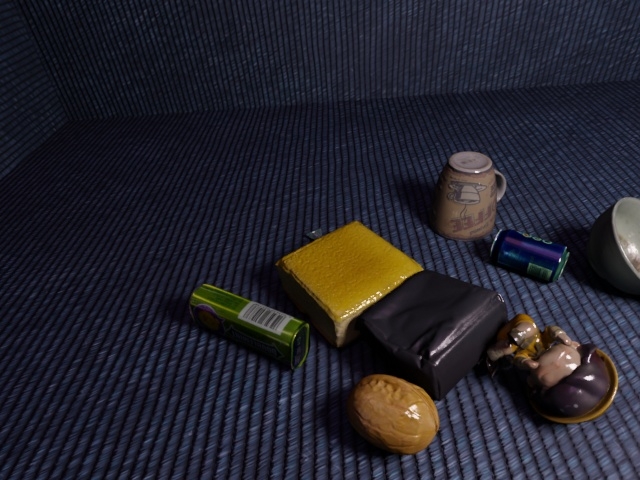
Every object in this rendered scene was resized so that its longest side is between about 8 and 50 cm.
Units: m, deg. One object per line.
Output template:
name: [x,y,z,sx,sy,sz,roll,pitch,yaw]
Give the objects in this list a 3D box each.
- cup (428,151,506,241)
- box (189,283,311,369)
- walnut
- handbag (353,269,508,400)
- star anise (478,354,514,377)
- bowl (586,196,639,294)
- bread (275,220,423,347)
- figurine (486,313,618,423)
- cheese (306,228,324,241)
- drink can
cup: [0.531,-0.172,1.475,0.301,0.257,0.227,-21,44,-21]
box: [-0.194,0.229,1.165,0.345,0.134,0.097,17,40,24]
walnut: [0.153,0.373,0.930,0.207,0.159,0.159,15,43,34]
handbag: [0.273,0.228,1.076,0.302,0.178,0.275,-33,29,-27]
star anise: [0.424,0.293,1.064,0.124,0.056,0.129,4,25,16]
bowl: [0.871,0.034,1.227,0.289,0.146,0.289,9,67,-23]
bread: [0.086,0.111,1.269,0.333,0.143,0.323,-26,44,-23]
figurine: [0.518,0.277,0.953,0.257,0.192,0.167,48,23,11]
cheese: [0.000,0.000,1.506,0.067,0.026,0.120,-21,41,-18]
drink can: [0.632,0.042,1.303,0.205,0.118,0.118,24,48,30]
